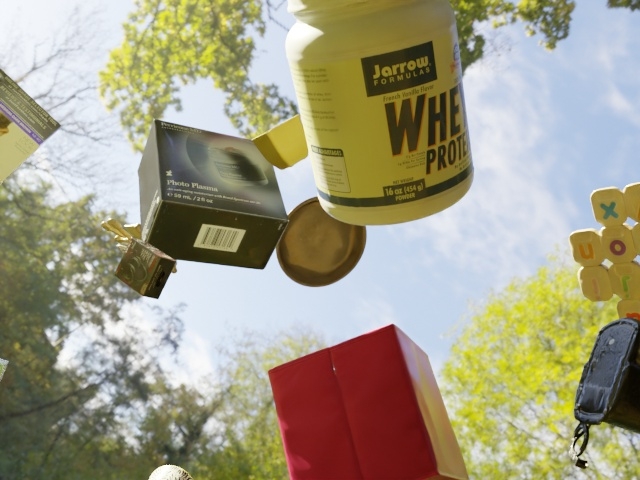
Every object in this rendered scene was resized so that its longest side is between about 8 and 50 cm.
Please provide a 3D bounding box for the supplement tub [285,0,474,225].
[{"bbox_3d":[0.083,-0.209,0.907,0.235,0.235,0.324,13,-55,45],"label":"supplement tub"}]

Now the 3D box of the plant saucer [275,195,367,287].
[{"bbox_3d":[0.000,0.000,1.838,0.041,0.278,0.277,42,-23,60],"label":"plant saucer"}]

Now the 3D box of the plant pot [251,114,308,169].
[{"bbox_3d":[-0.071,-0.187,1.273,0.081,0.082,0.083,-6,-65,62],"label":"plant pot"}]

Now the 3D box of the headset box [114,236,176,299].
[{"bbox_3d":[-0.246,0.041,0.911,0.083,0.062,0.032,28,3,37],"label":"headset box"}]

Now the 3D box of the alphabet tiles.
[{"bbox_3d":[0.583,0.031,1.118,0.284,0.021,0.277,-11,-80,45],"label":"alphabet tiles"}]

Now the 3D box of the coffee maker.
[{"bbox_3d":[0.393,0.196,0.729,0.178,0.120,0.171,24,-78,1],"label":"coffee maker"}]

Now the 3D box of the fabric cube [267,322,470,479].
[{"bbox_3d":[0.088,0.339,1.166,0.254,0.259,0.258,44,27,-58],"label":"fabric cube"}]

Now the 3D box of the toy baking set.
[{"bbox_3d":[-0.444,0.017,1.615,0.197,0.030,0.256,21,-29,17],"label":"toy baking set"}]

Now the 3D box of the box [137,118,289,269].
[{"bbox_3d":[-0.263,-0.109,1.518,0.182,0.297,0.294,-60,-146,36],"label":"box"}]

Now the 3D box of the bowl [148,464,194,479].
[{"bbox_3d":[-0.383,0.651,1.586,0.170,0.080,0.170,2,-85,24],"label":"bowl"}]

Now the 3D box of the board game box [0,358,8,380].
[{"bbox_3d":[-0.597,0.219,1.028,0.154,0.103,0.026,21,0,-14],"label":"board game box"}]

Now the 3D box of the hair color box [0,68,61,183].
[{"bbox_3d":[-0.730,-0.196,1.351,0.339,0.110,0.185,-33,-66,26],"label":"hair color box"}]
